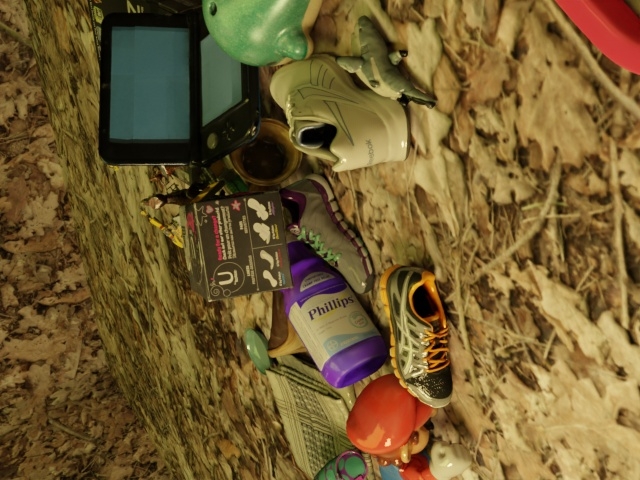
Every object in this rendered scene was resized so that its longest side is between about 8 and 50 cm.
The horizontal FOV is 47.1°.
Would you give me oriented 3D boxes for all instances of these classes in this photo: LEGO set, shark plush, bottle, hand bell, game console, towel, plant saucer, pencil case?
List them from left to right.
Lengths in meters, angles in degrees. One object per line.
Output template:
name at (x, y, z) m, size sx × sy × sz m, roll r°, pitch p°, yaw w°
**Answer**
LEGO set at (-0.298, -0.089, 1.453) m, size 0.255 × 0.192 × 0.331 m, roll -5°, pitch 123°, yaw 38°
game console at (-0.239, -0.283, 1.225) m, size 0.250 × 0.173 × 0.293 m, roll -21°, pitch 68°, yaw 48°
plant saucer at (-0.141, 0.259, 1.730) m, size 0.119 × 0.021 × 0.119 m, roll 40°, pitch 140°, yaw 44°
hand bell at (-0.109, -0.116, 1.357) m, size 0.126 × 0.126 × 0.242 m, roll 63°, pitch 166°, yaw 12°
towel at (-0.003, 0.394, 1.534) m, size 0.312 × 0.056 × 0.324 m, roll 12°, pitch 118°, yaw 59°
bottle at (0.001, 0.112, 1.261) m, size 0.283 × 0.118 × 0.092 m, roll 57°, pitch 153°, yaw 28°
pencil case at (0.036, 0.457, 1.412) m, size 0.070 × 0.064 × 0.152 m, roll 69°, pitch 152°, yaw 24°
shark plush at (0.085, -0.224, 0.948) m, size 0.067 × 0.073 × 0.161 m, roll -55°, pitch 49°, yaw 23°

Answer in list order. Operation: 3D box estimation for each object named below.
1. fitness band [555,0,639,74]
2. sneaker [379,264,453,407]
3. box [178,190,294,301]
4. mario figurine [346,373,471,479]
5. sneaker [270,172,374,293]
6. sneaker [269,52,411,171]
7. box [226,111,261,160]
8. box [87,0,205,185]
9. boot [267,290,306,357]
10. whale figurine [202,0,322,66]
fitness band at (0.263, -0.268, 0.593) m, size 0.291 × 0.054 × 0.209 m, roll 60°, pitch 154°, yaw 20°
sneaker at (0.148, 0.137, 1.050) m, size 0.083 × 0.084 × 0.215 m, roll -15°, pitch 94°, yaw 58°
box at (-0.153, 0.004, 1.239) m, size 0.247 × 0.142 × 0.163 m, roll -176°, pitch 76°, yaw -73°
mario figurine at (0.158, 0.334, 1.170) m, size 0.198 × 0.170 × 0.320 m, roll 0°, pitch 125°, yaw 24°
sneaker at (0.000, 0.000, 1.205) m, size 0.224 × 0.098 × 0.083 m, roll 61°, pitch 152°, yaw 17°
sneaker at (-0.001, -0.186, 1.046) m, size 0.297 × 0.129 × 0.111 m, roll 38°, pitch 142°, yaw 47°
box at (-0.191, -0.250, 1.369) m, size 0.178 × 0.042 × 0.109 m, roll 49°, pitch 127°, yaw 3°
box at (-0.348, -0.348, 1.551) m, size 0.318 × 0.097 × 0.395 m, roll 31°, pitch 136°, yaw 30°
boot at (-0.062, 0.117, 1.452) m, size 0.248 × 0.090 × 0.207 m, roll 139°, pitch 120°, yaw -63°
whale figurine at (-0.074, -0.357, 1.044) m, size 0.272 × 0.141 × 0.216 m, roll -21°, pitch 86°, yaw 56°
